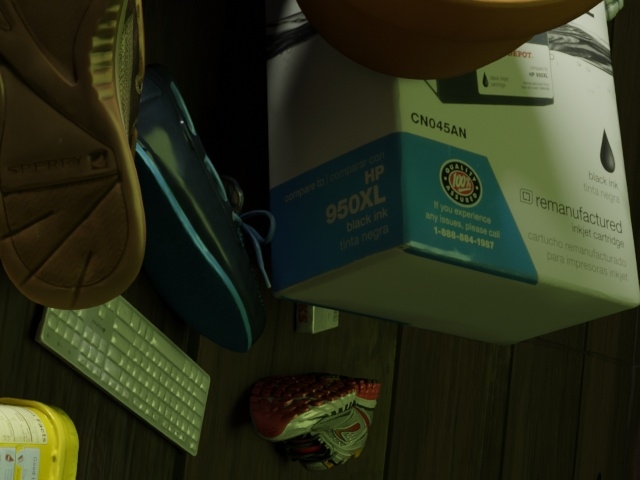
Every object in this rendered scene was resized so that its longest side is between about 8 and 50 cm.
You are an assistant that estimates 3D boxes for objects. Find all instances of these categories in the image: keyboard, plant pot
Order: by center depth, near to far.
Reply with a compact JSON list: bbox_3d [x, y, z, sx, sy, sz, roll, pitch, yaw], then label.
[{"bbox_3d":[0.087,-0.245,0.953,0.203,0.291,0.291,113,-9,-69],"label":"plant pot"},{"bbox_3d":[-0.143,0.092,1.038,0.256,0.014,0.072,53,46,-56],"label":"keyboard"}]

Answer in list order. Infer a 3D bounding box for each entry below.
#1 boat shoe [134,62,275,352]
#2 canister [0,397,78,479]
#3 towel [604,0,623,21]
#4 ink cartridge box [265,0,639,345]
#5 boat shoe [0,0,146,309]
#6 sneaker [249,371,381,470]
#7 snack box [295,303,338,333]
[{"bbox_3d":[-0.087,-0.019,1.030,0.089,0.109,0.258,-55,145,-32],"label":"boat shoe"},{"bbox_3d":[-0.223,0.152,0.793,0.170,0.073,0.126,21,74,-64],"label":"canister"},{"bbox_3d":[0.209,-0.369,1.408,0.121,0.284,0.235,-39,127,-14],"label":"towel"},{"bbox_3d":[0.109,-0.133,1.173,0.285,0.166,0.395,13,65,-38],"label":"ink cartridge box"},{"bbox_3d":[-0.167,-0.133,0.858,0.123,0.123,0.342,-120,-157,-79],"label":"boat shoe"},{"bbox_3d":[0.001,0.176,1.287,0.225,0.088,0.092,12,84,-66],"label":"sneaker"},{"bbox_3d":[0.000,0.000,1.339,0.064,0.022,0.178,-8,101,-65],"label":"snack box"}]
